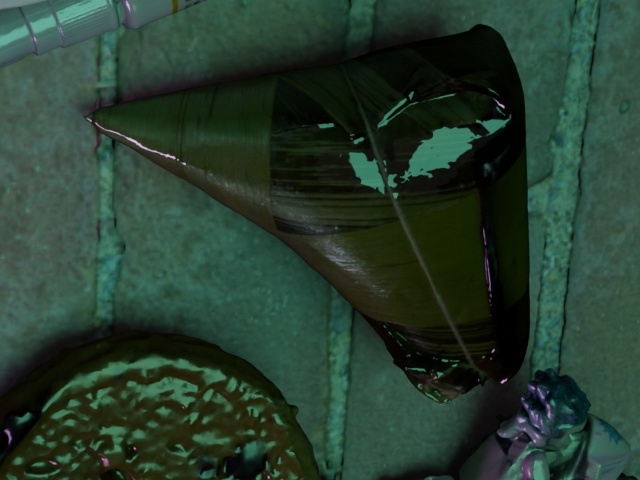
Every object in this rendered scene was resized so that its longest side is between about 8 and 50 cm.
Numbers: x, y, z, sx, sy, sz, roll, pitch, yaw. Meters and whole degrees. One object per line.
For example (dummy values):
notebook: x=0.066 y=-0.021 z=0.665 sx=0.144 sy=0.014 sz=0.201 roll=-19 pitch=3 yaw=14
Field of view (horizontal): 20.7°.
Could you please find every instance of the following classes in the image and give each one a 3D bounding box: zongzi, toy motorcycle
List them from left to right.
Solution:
zongzi: x=0.000 y=0.000 z=1.303 sx=0.318 sy=0.154 sz=0.289 roll=-8 pitch=119 yaw=-5
toy motorcycle: x=0.163 y=0.189 z=1.465 sx=0.239 sy=0.108 sz=0.204 roll=-15 pitch=123 yaw=-19

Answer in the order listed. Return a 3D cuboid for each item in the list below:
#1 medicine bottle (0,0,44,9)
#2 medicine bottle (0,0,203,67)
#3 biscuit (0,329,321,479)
medicine bottle: x=-0.201 y=-0.293 z=1.032 sx=0.170 sy=0.170 sz=0.293 roll=-19 pitch=117 yaw=-21
medicine bottle: x=-0.126 y=-0.171 z=1.176 sx=0.221 sy=0.092 sz=0.061 roll=-24 pitch=86 yaw=-14
biscuit: x=-0.135 y=0.200 z=1.319 sx=0.296 sy=0.075 sz=0.296 roll=-6 pitch=113 yaw=-15
